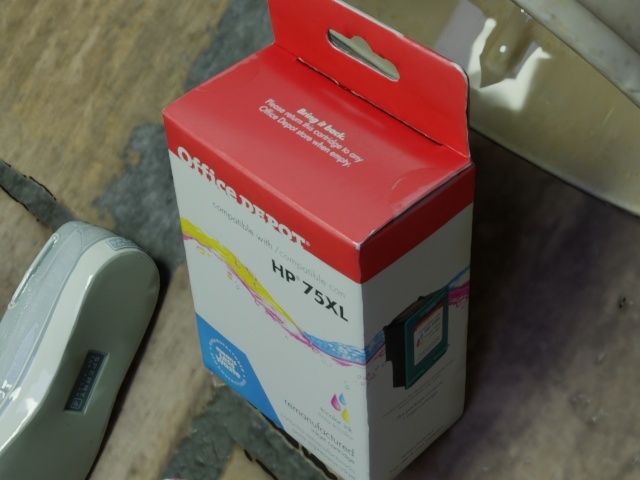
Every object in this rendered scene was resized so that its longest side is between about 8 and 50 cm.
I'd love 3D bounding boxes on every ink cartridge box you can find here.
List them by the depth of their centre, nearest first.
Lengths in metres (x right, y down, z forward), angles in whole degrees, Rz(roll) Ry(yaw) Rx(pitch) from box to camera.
[{"bbox_3d":[0.000,0.000,0.641,0.134,0.078,0.231,34,146,33],"label":"ink cartridge box"}]

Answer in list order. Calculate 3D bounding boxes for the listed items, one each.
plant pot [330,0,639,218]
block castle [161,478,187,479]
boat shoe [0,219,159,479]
[{"bbox_3d":[0.118,-0.217,0.563,0.334,0.334,0.305,35,90,32],"label":"plant pot"},{"bbox_3d":[-0.038,0.348,0.535,0.303,0.213,0.453,-46,45,10],"label":"block castle"},{"bbox_3d":[-0.179,0.093,0.834,0.081,0.079,0.227,30,94,42],"label":"boat shoe"}]
